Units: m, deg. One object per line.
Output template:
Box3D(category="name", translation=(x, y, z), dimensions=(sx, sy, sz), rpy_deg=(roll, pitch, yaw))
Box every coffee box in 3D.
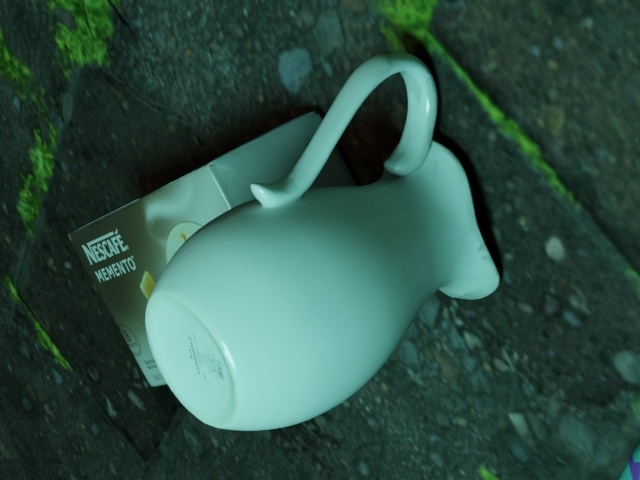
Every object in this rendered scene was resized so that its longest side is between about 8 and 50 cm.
Box3D(category="coffee box", translation=(-0.066, 0.014, 1.022), dimensions=(0.246, 0.098, 0.141), rpy_deg=(-17, 101, 57))

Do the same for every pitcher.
Box3D(category="pitcher", translation=(0.000, 0.000, 0.818), dimensions=(0.125, 0.207, 0.178), rpy_deg=(17, 127, 47))

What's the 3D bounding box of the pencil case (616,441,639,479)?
Box3D(category="pencil case", translation=(0.200, 0.141, 0.788), dimensions=(0.070, 0.064, 0.152), rpy_deg=(60, 153, 31))
